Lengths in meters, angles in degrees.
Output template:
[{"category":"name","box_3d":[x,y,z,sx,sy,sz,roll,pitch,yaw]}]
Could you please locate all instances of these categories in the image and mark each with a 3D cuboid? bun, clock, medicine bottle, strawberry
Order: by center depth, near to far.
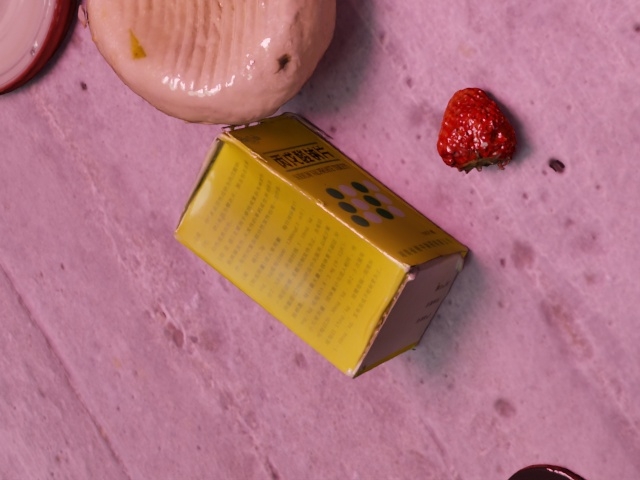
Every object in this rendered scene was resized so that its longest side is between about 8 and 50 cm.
[{"category":"strawberry","box_3d":[0.141,-0.103,1.384,0.073,0.073,0.083,-20,74,36]},{"category":"bun","box_3d":[-0.097,-0.227,1.454,0.259,0.160,0.259,-4,78,21]},{"category":"medicine bottle","box_3d":[0.000,0.000,1.460,0.250,0.137,0.141,37,119,20]},{"category":"clock","box_3d":[-0.404,-0.318,1.692,0.318,0.080,0.318,8,106,32]}]

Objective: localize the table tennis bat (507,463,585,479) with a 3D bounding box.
[{"category":"table tennis bat","box_3d":[0.222,0.323,1.462,0.130,0.019,0.220,9,105,34]}]
